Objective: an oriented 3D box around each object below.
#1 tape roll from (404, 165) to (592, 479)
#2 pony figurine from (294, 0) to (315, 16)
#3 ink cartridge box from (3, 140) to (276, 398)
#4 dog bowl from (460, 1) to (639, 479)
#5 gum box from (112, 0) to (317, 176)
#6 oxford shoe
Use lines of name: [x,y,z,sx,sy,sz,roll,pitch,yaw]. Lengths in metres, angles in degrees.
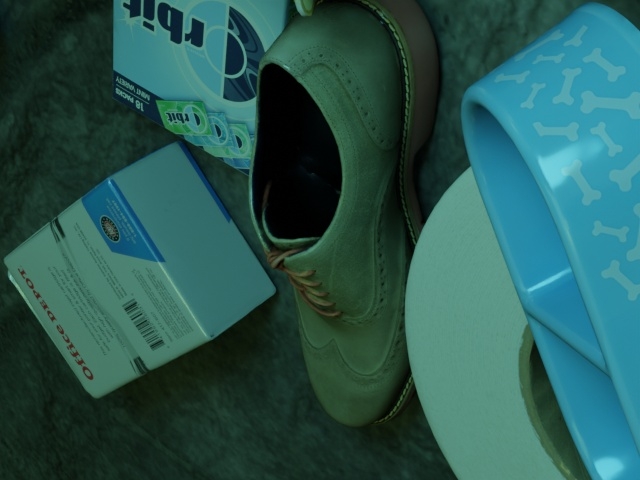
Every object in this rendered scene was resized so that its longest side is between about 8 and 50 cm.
tape roll: [0.226,0.091,0.825,0.392,0.072,0.392,24,130,31]
pony figurine: [-0.110,-0.323,0.740,0.351,0.303,0.363,15,111,26]
ink cartridge box: [-0.153,0.029,1.126,0.203,0.086,0.148,-28,96,50]
dog bowl: [0.152,0.035,0.679,0.166,0.074,0.297,-131,18,-75]
gum box: [-0.079,-0.152,0.966,0.157,0.041,0.184,30,135,25]
oxford shoe: [0.000,0.000,0.928,0.123,0.130,0.348,19,128,34]
